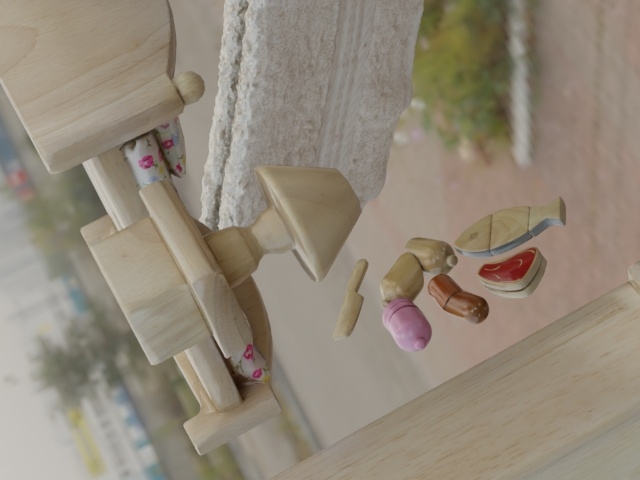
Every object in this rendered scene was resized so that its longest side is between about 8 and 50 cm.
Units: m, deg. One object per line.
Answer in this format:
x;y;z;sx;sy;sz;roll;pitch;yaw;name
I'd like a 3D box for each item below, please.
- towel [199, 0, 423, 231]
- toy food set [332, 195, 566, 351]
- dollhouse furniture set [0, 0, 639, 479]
-0.002;-0.123;1.355;0.049;0.187;0.282;27;124;31;towel
0.067;0.023;0.963;0.019;0.122;0.078;53;-142;-32;toy food set
0.000;0.000;0.789;0.355;0.174;0.303;57;172;38;dollhouse furniture set
